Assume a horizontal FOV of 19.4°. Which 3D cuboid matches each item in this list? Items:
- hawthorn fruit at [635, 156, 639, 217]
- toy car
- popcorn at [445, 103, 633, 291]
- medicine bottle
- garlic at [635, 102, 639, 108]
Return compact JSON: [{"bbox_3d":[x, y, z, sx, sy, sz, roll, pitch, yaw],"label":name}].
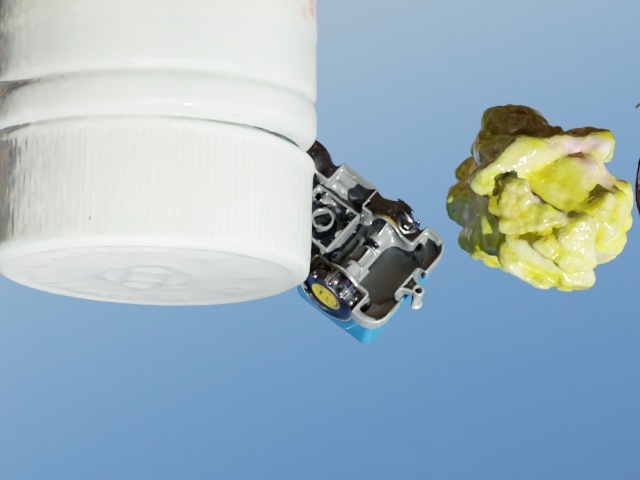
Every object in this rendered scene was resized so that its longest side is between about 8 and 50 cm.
[{"bbox_3d":[0.274,-0.031,1.075,0.196,0.196,0.225,-21,163,-4],"label":"hawthorn fruit"},{"bbox_3d":[0.000,0.000,1.454,0.097,0.191,0.100,-47,168,-24],"label":"toy car"},{"bbox_3d":[0.161,-0.029,1.377,0.126,0.126,0.145,-5,-149,-10],"label":"popcorn"},{"bbox_3d":[-0.097,-0.136,1.073,0.190,0.332,0.190,-1,171,0],"label":"medicine bottle"},{"bbox_3d":[0.433,-0.180,1.601,0.338,0.196,0.151,7,145,-7],"label":"garlic"}]
